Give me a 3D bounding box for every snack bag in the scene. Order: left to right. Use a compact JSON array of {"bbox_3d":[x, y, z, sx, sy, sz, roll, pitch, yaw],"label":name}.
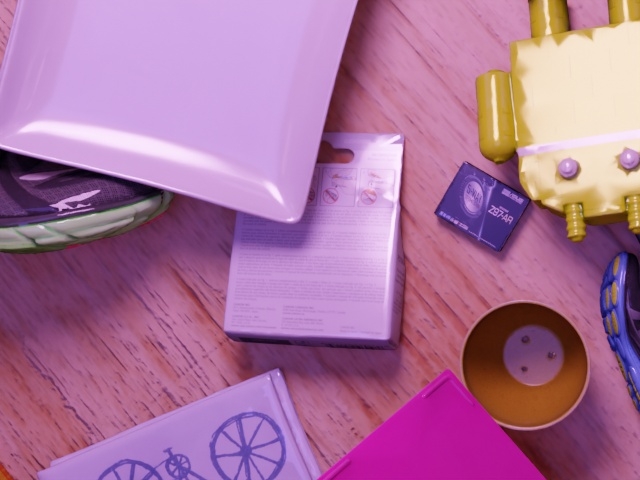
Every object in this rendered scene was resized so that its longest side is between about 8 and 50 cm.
[{"bbox_3d":[-0.121,0.357,1.735,0.323,0.037,0.343,-25,86,14],"label":"snack bag"}]

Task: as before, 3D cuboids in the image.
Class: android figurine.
[{"bbox_3d":[0.281,-0.132,1.561,0.248,0.056,0.273,-6,74,20],"label":"android figurine"}]

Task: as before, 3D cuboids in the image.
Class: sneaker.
[{"bbox_3d":[-0.396,-0.103,1.704,0.482,0.185,0.202,11,99,12],"label":"sneaker"},{"bbox_3d":[0.345,0.101,1.599,0.078,0.067,0.188,-18,86,-7],"label":"sneaker"}]

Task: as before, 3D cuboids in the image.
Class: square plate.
[{"bbox_3d":[-0.145,-0.223,1.609,0.347,0.049,0.344,15,98,-2],"label":"square plate"}]

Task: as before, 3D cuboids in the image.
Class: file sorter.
[{"bbox_3d":[0.128,0.328,1.571,0.202,0.182,0.291,-36,81,-32],"label":"file sorter"}]

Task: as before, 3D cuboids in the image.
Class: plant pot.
[{"bbox_3d":[0.220,0.125,1.607,0.134,0.095,0.134,1,93,15],"label":"plant pot"}]

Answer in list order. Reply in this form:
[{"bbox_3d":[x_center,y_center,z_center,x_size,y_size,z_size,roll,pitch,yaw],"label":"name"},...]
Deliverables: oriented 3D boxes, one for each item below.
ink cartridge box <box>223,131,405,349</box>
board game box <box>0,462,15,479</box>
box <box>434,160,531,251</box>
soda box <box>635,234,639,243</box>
[{"bbox_3d":[0.000,0.000,1.689,0.189,0.066,0.232,2,72,14],"label":"ink cartridge box"},{"bbox_3d":[-0.538,0.398,1.659,0.356,0.356,0.356,-43,83,18],"label":"board game box"},{"bbox_3d":[0.174,-0.037,1.649,0.083,0.018,0.067,32,100,10],"label":"box"},{"bbox_3d":[0.356,-0.013,1.587,0.060,0.053,0.169,-27,87,12],"label":"soda box"}]
